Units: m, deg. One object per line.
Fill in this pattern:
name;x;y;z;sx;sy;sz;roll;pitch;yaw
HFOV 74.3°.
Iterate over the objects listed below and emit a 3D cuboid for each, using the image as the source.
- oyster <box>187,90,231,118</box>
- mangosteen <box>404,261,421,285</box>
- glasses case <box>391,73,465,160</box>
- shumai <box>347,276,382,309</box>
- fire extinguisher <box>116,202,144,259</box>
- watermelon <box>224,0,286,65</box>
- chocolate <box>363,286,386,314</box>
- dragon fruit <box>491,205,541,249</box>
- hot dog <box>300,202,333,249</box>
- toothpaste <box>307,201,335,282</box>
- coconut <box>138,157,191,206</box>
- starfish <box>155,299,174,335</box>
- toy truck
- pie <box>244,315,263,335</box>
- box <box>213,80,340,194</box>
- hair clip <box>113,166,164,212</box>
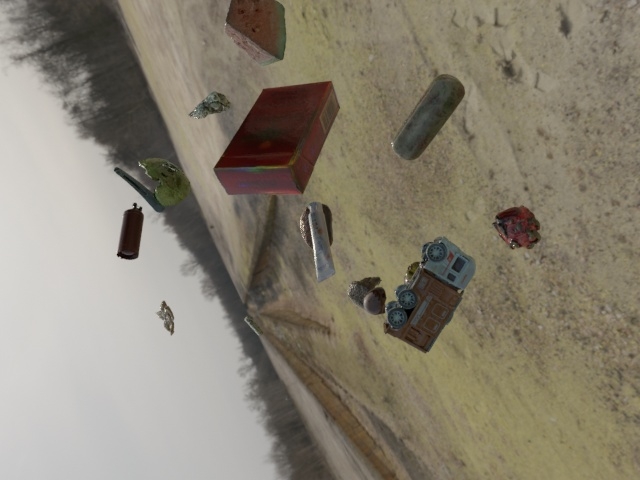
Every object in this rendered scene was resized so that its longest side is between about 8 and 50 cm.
oyster;-0.339;-0.414;1.300;0.177;0.125;0.064;-9;115;37
mangosteen;0.432;0.154;1.798;0.156;0.145;0.181;-119;15;-47
glasses case;0.482;-0.551;1.927;0.425;0.156;0.098;-56;19;38
shumai;0.271;0.285;2.388;0.205;0.175;0.166;33;127;19
fire extinguisher;-0.975;-0.061;2.178;0.147;0.106;0.337;-40;45;46
watermelon;-0.242;-0.739;1.448;0.139;0.256;0.193;3;95;36
chocolate;0.270;0.282;2.014;0.124;0.127;0.133;27;119;52
dragon fruit;0.751;-0.039;1.612;0.166;0.160;0.172;6;131;58
hot dog;-0.009;-0.060;1.978;0.099;0.160;0.227;161;109;-66
toothpaste;0.000;0.000;1.650;0.100;0.066;0.323;-32;56;37
coconut;-0.367;-0.152;1.011;0.158;0.133;0.055;47;120;18
starfish;-0.640;0.323;1.748;0.209;0.053;0.150;45;141;45
toy truck;0.303;0.147;1.165;0.162;0.305;0.136;31;-176;5
pie;-0.231;0.295;1.461;0.084;0.020;0.084;42;161;18
box;-0.093;-0.243;0.994;0.197;0.313;0.089;3;141;23
hair clip;-0.620;-0.177;1.433;0.070;0.039;0.229;48;177;37
